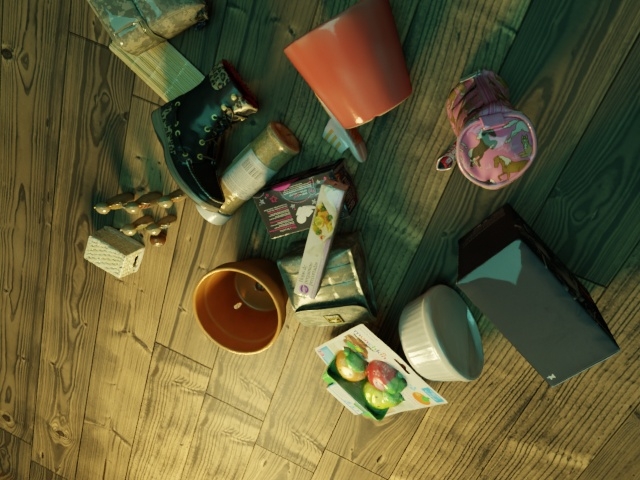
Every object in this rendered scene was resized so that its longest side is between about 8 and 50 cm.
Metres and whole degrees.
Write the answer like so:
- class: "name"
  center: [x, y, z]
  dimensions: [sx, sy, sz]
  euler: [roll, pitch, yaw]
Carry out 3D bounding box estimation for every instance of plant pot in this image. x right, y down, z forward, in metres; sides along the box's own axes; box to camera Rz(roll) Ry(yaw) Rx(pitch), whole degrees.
- class: "plant pot"
  center: [-0.224, 0.182, 1.515]
  dimensions: [0.291, 0.203, 0.290]
  euler: [6, 110, 16]
- class: "plant pot"
  center: [0.086, -0.427, 1.174]
  dimensions: [0.275, 0.275, 0.243]
  euler: [-22, 111, 23]

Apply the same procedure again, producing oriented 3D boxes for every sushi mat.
- class: "sushi mat"
  center: [-0.482, -0.523, 1.437]
  dimensions: [0.316, 0.019, 0.151]
  euler: [43, 115, -1]

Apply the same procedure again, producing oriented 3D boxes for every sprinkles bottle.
- class: "sprinkles bottle"
  center: [-0.219, -0.192, 1.420]
  dimensions: [0.355, 0.121, 0.121]
  euler: [-39, 95, 25]

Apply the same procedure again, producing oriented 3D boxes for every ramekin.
- class: "ramekin"
  center: [0.334, 0.270, 1.349]
  dimensions: [0.127, 0.273, 0.272]
  euler: [-30, 99, 36]

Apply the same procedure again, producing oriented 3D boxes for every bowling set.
- class: "bowling set"
  center: [-0.557, -0.059, 1.557]
  dimensions: [0.287, 0.154, 0.199]
  euler: [-5, 108, 20]

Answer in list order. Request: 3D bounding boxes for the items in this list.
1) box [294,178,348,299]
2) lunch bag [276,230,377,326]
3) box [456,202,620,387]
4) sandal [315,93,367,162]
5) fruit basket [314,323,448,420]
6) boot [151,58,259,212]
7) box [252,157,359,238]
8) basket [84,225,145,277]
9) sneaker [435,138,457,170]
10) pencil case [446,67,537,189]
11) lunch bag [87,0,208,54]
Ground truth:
- class: "box"
  center: [0.000, 0.000, 1.272]
  dimensions: [0.063, 0.067, 0.323]
  euler: [19, 114, 9]
- class: "lunch bag"
  center: [0.030, 0.141, 1.444]
  dimensions: [0.236, 0.169, 0.286]
  euler: [-9, 112, 20]
- class: "box"
  center: [0.520, 0.120, 1.199]
  dimensions: [0.343, 0.312, 0.179]
  euler: [46, 116, -3]
- class: "sandal"
  center: [0.034, -0.316, 1.314]
  dimensions: [0.076, 0.102, 0.265]
  euler: [-33, 89, 26]
- class: "fruit basket"
  center: [0.156, 0.410, 1.439]
  dimensions: [0.327, 0.165, 0.353]
  euler: [43, 152, -2]
- class: "boot"
  center: [-0.297, -0.297, 1.340]
  dimensions: [0.284, 0.138, 0.377]
  euler: [-35, 67, 17]
- class: "box"
  center: [-0.035, -0.119, 1.366]
  dimensions: [0.248, 0.163, 0.142]
  euler: [-14, 107, 21]
- class: "basket"
  center: [-0.721, 0.042, 1.674]
  dimensions: [0.167, 0.103, 0.113]
  euler: [29, 114, 6]
- class: "sneaker"
  center: [0.349, -0.227, 1.259]
  dimensions: [0.042, 0.067, 0.118]
  euler: [43, 116, -2]
- class: "pencil case"
  center: [0.367, -0.259, 1.063]
  dimensions: [0.167, 0.386, 0.160]
  euler: [36, 121, -11]
- class: "lunch bag"
  center: [-0.475, -0.678, 1.273]
  dimensions: [0.256, 0.212, 0.305]
  euler: [-27, 102, 6]
